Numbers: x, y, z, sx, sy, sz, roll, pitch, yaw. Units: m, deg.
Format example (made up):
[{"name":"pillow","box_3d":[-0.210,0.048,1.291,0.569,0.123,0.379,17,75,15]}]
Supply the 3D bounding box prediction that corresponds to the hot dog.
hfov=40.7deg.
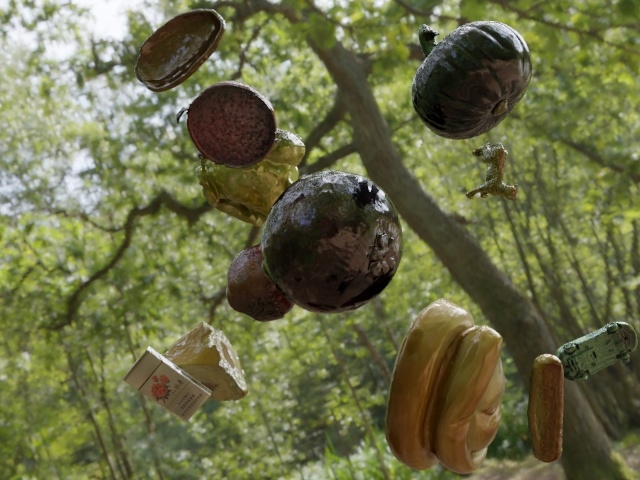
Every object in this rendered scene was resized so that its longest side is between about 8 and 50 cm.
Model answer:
[{"name":"hot dog","box_3d":[0.411,0.305,1.582,0.066,0.215,0.047,-2,19,12]}]

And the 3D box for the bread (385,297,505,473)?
[{"name":"bread","box_3d":[0.291,0.337,1.959,0.245,0.424,0.329,7,35,13]}]

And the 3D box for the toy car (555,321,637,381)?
[{"name":"toy car","box_3d":[0.608,0.243,1.904,0.186,0.093,0.058,-26,9,-3]}]

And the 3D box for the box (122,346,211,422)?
[{"name":"box","box_3d":[-0.381,0.361,2.151,0.109,0.198,0.029,-49,12,15]}]

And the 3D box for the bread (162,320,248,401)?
[{"name":"bread","box_3d":[-0.277,0.305,2.306,0.224,0.183,0.211,-16,34,39]}]

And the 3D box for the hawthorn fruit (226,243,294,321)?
[{"name":"hawthorn fruit","box_3d":[-0.132,0.074,2.045,0.181,0.235,0.181,2,-37,1]}]

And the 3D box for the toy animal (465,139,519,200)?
[{"name":"toy animal","box_3d":[0.448,-0.183,2.199,0.073,0.181,0.136,15,-14,-29]}]

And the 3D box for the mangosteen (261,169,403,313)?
[{"name":"mangosteen","box_3d":[0.015,-0.004,1.707,0.297,0.293,0.297,-24,-45,-27]}]

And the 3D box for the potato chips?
[{"name":"potato chips","box_3d":[-0.266,-0.364,1.662,0.202,0.150,0.049,-38,-36,3]}]

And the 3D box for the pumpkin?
[{"name":"pumpkin","box_3d":[0.274,-0.329,1.679,0.248,0.248,0.248,-22,-10,-4]}]

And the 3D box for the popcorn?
[{"name":"popcorn","box_3d":[-0.187,-0.192,2.398,0.312,0.312,0.312,-22,-10,-4]}]

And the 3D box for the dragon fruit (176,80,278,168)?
[{"name":"dragon fruit","box_3d":[-0.208,-0.297,2.109,0.224,0.218,0.148,-24,23,17]}]
